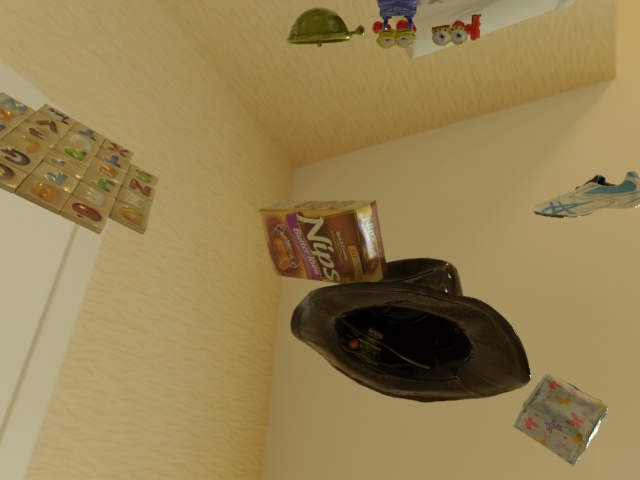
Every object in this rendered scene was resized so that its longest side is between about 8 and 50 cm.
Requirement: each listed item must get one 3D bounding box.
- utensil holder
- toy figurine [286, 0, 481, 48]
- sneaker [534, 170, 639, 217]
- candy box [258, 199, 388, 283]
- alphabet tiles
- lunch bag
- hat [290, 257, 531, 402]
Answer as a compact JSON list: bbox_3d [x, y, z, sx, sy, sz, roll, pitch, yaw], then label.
[{"bbox_3d":[0.356,-0.642,1.158,0.386,0.327,0.327,-19,-127,9],"label":"utensil holder"},{"bbox_3d":[0.116,-0.485,0.913,0.363,0.217,0.191,2,-149,11],"label":"toy figurine"},{"bbox_3d":[0.595,-0.098,1.104,0.237,0.085,0.086,-13,-96,52],"label":"sneaker"},{"bbox_3d":[0.000,0.000,0.703,0.187,0.109,0.053,2,-159,41],"label":"candy box"},{"bbox_3d":[-0.398,-0.128,0.782,0.011,0.285,0.342,-51,-154,16],"label":"alphabet tiles"},{"bbox_3d":[0.265,0.190,0.539,0.071,0.053,0.083,29,-137,33],"label":"lunch bag"},{"bbox_3d":[0.126,0.105,0.683,0.332,0.331,0.133,0,-131,31],"label":"hat"}]
